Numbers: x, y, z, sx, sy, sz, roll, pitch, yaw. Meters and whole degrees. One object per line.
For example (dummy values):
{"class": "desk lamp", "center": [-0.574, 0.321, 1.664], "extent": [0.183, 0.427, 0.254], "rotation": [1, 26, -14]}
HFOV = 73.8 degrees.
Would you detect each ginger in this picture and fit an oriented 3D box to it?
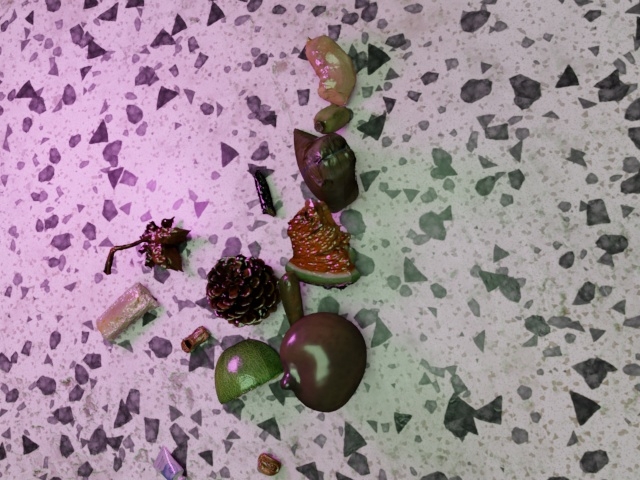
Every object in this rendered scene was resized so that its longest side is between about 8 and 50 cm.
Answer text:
{"class": "ginger", "center": [0.033, -0.594, 1.458], "extent": [0.152, 0.138, 0.267], "rotation": [-21, 85, 15]}

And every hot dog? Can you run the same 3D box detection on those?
{"class": "hot dog", "center": [-0.173, 0.745, 1.415], "extent": [0.083, 0.035, 0.058], "rotation": [21, 85, 13]}

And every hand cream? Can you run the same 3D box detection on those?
{"class": "hand cream", "center": [-0.527, 0.796, 1.485], "extent": [0.142, 0.053, 0.084], "rotation": [28, 91, 24]}

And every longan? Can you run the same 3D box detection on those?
{"class": "longan", "center": [0.003, 0.369, 1.299], "extent": [0.300, 0.243, 0.300], "rotation": [8, 69, -22]}

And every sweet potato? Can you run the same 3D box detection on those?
{"class": "sweet potato", "center": [-0.083, 0.233, 1.405], "extent": [0.075, 0.075, 0.273], "rotation": [-11, 101, 11]}

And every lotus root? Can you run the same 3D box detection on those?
{"class": "lotus root", "center": [0.031, -0.403, 1.432], "extent": [0.090, 0.183, 0.077], "rotation": [20, 132, 24]}

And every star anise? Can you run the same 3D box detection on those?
{"class": "star anise", "center": [-0.611, 0.036, 1.527], "extent": [0.346, 0.148, 0.237], "rotation": [-23, 76, -4]}

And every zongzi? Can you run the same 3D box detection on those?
{"class": "zongzi", "center": [-0.014, -0.296, 1.347], "extent": [0.160, 0.323, 0.360], "rotation": [-27, 73, -7]}

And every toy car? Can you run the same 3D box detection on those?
{"class": "toy car", "center": [-0.450, 0.354, 1.516], "extent": [0.122, 0.035, 0.059], "rotation": [-37, 82, 5]}

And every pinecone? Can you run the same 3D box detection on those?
{"class": "pinecone", "center": [-0.259, 0.147, 1.374], "extent": [0.246, 0.292, 0.246], "rotation": [-3, 65, 6]}

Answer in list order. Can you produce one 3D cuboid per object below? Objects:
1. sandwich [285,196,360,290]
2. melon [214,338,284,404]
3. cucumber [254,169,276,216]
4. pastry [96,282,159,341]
{"class": "sandwich", "center": [0.000, 0.000, 1.392], "extent": [0.250, 0.162, 0.301], "rotation": [1, 115, 25]}
{"class": "melon", "center": [-0.272, 0.429, 1.426], "extent": [0.265, 0.129, 0.169], "rotation": [-31, 76, 9]}
{"class": "cucumber", "center": [-0.201, -0.167, 1.510], "extent": [0.053, 0.053, 0.182], "rotation": [-19, 78, 10]}
{"class": "pastry", "center": [-0.725, 0.265, 1.563], "extent": [0.258, 0.089, 0.121], "rotation": [-36, 66, 4]}
